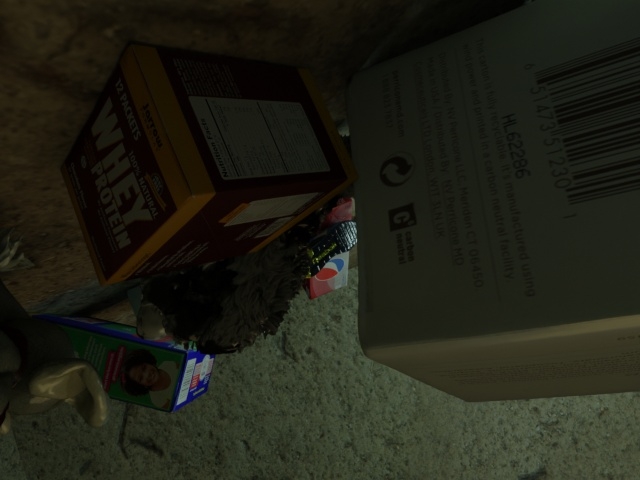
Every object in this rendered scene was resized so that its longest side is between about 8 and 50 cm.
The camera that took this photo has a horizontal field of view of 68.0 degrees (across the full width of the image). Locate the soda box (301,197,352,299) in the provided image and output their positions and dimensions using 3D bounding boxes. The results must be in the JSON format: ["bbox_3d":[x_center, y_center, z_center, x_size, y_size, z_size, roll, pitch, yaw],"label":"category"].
[{"bbox_3d":[0.000,0.000,0.906,0.092,0.083,0.263,-21,145,-15],"label":"soda box"}]

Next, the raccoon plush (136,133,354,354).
[{"bbox_3d":[-0.100,0.019,0.759,0.446,0.216,0.299,-25,-176,-12],"label":"raccoon plush"}]

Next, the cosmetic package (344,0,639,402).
[{"bbox_3d":[0.261,-0.006,0.557,0.327,0.329,0.394,-15,150,25],"label":"cosmetic package"}]

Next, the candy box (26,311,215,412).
[{"bbox_3d":[-0.399,0.237,0.966,0.317,0.122,0.268,11,170,1],"label":"candy box"}]

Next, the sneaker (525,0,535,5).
[{"bbox_3d":[0.217,-0.218,0.607,0.124,0.107,0.283,7,153,-33],"label":"sneaker"}]

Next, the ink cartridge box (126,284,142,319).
[{"bbox_3d":[-0.321,0.131,1.108,0.154,0.093,0.212,-25,171,0],"label":"ink cartridge box"}]

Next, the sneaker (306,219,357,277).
[{"bbox_3d":[0.004,0.008,0.803,0.144,0.053,0.059,-32,-159,-27],"label":"sneaker"}]

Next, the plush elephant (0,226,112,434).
[{"bbox_3d":[-0.400,0.153,0.529,0.330,0.272,0.255,-45,149,-16],"label":"plush elephant"}]

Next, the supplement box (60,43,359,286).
[{"bbox_3d":[-0.110,-0.065,0.466,0.194,0.129,0.191,-13,166,-47],"label":"supplement box"}]
